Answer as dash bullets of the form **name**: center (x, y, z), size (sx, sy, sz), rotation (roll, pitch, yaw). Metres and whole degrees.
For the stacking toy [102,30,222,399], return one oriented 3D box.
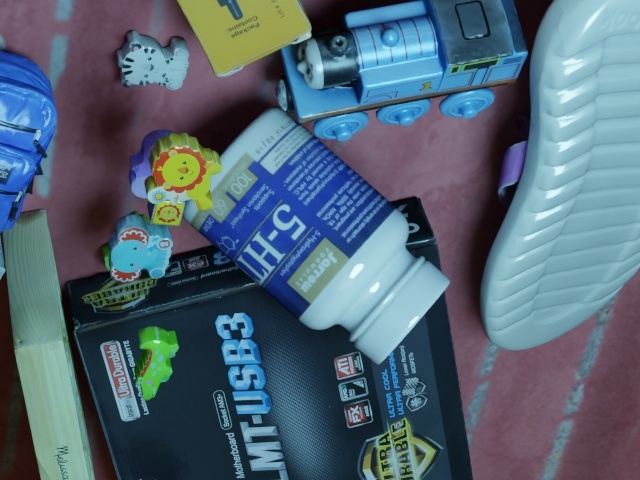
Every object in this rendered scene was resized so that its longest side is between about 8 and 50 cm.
- **stacking toy**: center (-0.127, -0.022, 1.413), size (0.052, 0.167, 0.221), rotation (4, 125, -17)

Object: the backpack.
- **backpack**: center (-0.238, -0.071, 1.393), size (0.098, 0.101, 0.120), rotation (13, 118, -30)

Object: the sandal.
- **sandal**: center (0.200, -0.074, 1.501), size (0.169, 0.102, 0.416), rotation (-16, 144, -21)

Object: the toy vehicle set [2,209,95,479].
- **toy vehicle set**: center (-0.204, 0.130, 1.506), size (0.035, 0.166, 0.267), rotation (-9, 128, -6)

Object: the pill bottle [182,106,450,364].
- **pill bottle**: center (0.000, 0.000, 1.446), size (0.186, 0.112, 0.112), rotation (41, 112, 3)

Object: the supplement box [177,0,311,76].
- **supplement box**: center (-0.087, -0.228, 1.328), size (0.078, 0.080, 0.233), rotation (-24, 126, 5)

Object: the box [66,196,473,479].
- **box**: center (-0.034, 0.128, 1.609), size (0.293, 0.073, 0.295), rotation (-14, 127, -5)

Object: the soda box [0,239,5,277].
- **soda box**: center (-0.344, 0.085, 1.481), size (0.091, 0.098, 0.286), rotation (20, 119, -27)

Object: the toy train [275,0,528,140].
- **toy train**: center (0.059, -0.131, 1.416), size (0.184, 0.080, 0.105), rotation (-10, 160, -10)
